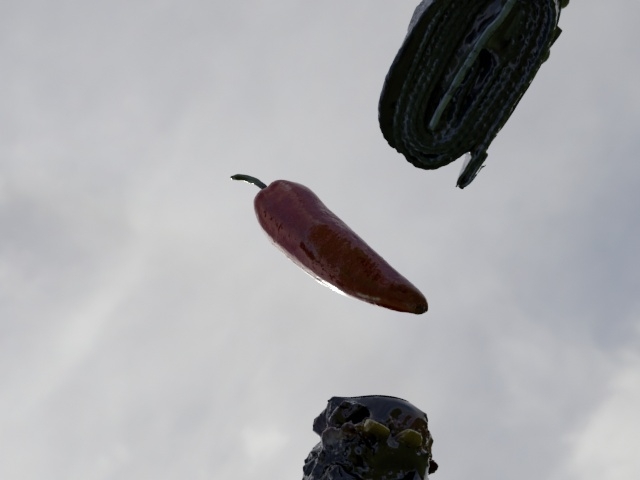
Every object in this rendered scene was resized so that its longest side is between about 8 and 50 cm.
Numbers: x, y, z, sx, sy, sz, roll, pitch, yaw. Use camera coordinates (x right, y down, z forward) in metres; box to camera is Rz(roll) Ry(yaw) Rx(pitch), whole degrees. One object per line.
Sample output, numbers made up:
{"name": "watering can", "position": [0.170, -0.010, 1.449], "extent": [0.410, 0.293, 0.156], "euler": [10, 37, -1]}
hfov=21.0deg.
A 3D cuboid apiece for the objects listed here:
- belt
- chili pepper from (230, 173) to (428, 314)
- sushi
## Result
{"name": "belt", "position": [0.135, -0.173, 1.515], "extent": [0.218, 0.122, 0.128], "euler": [-59, 5, 35]}
{"name": "chili pepper", "position": [0.000, 0.000, 1.752], "extent": [0.071, 0.272, 0.063], "euler": [-44, -30, -13]}
{"name": "sushi", "position": [0.051, 0.245, 1.864], "extent": [0.172, 0.153, 0.150], "euler": [88, -170, -67]}
